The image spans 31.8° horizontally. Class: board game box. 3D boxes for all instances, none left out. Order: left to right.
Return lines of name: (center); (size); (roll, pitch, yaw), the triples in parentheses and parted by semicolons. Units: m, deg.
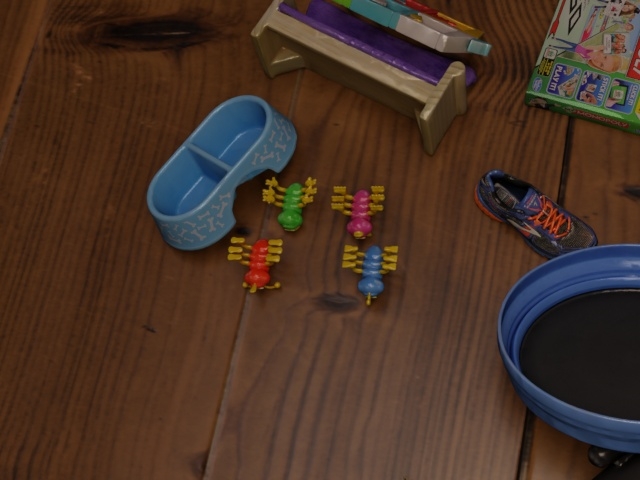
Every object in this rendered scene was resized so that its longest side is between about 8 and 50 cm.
board game box: (0.498, -0.347, 1.903); (0.213, 0.046, 0.317); (17, 73, 15)

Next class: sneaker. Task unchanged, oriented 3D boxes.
sneaker: (0.339, -0.041, 1.787); (0.221, 0.087, 0.083); (30, 77, 18)

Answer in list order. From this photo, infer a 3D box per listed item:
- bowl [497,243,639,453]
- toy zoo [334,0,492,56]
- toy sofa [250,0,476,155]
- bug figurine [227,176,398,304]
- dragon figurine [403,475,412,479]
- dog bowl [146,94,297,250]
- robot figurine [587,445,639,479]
bowl: (0.450, 0.148, 1.607); (0.391, 0.077, 0.391); (-5, 36, 4)
toy zoo: (0.156, -0.377, 1.900); (0.293, 0.192, 0.030); (29, 112, 17)
toy sofa: (0.079, -0.312, 1.898); (0.362, 0.150, 0.177); (29, 77, 18)
bug figurine: (0.000, 0.000, 1.831); (0.279, 0.072, 0.216); (4, 64, 15)
dragon figurine: (0.101, 0.417, 1.647); (0.289, 0.144, 0.085); (-18, 64, -19)
dog bowl: (-0.171, -0.122, 1.876); (0.166, 0.074, 0.297); (31, 75, 39)
robot figurine: (0.475, 0.366, 1.560); (0.278, 0.209, 0.173); (-37, 42, -6)
